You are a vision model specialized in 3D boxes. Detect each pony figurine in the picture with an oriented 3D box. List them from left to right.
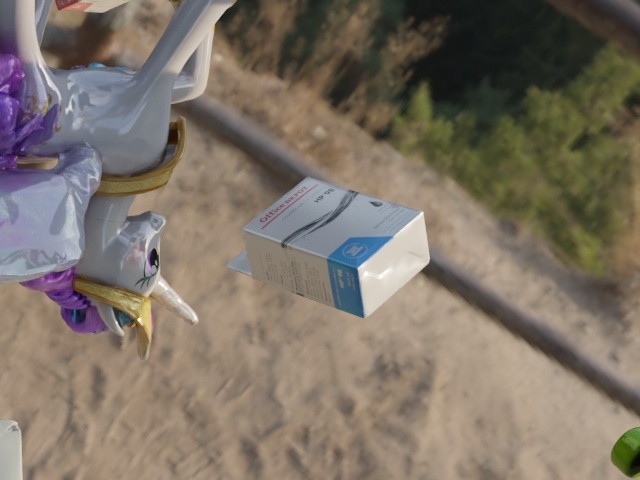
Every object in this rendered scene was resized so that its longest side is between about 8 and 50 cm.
[{"bbox_3d":[-0.208,-0.088,1.130,0.351,0.363,0.303,7,15,-35],"label":"pony figurine"}]

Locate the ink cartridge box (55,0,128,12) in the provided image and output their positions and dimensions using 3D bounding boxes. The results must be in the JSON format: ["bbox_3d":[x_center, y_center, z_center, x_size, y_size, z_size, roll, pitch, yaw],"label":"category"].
[{"bbox_3d":[-0.274,-0.387,2.188,0.115,0.198,0.067,-14,86,-62],"label":"ink cartridge box"}]

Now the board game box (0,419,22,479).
[{"bbox_3d":[-0.306,0.280,1.165,0.097,0.303,0.224,5,66,-24],"label":"board game box"}]

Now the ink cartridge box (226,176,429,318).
[{"bbox_3d":[0.000,0.000,1.462,0.180,0.060,0.104,18,44,36],"label":"ink cartridge box"}]

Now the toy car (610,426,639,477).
[{"bbox_3d":[0.389,0.189,1.541,0.149,0.188,0.155,-28,47,-20],"label":"toy car"}]
